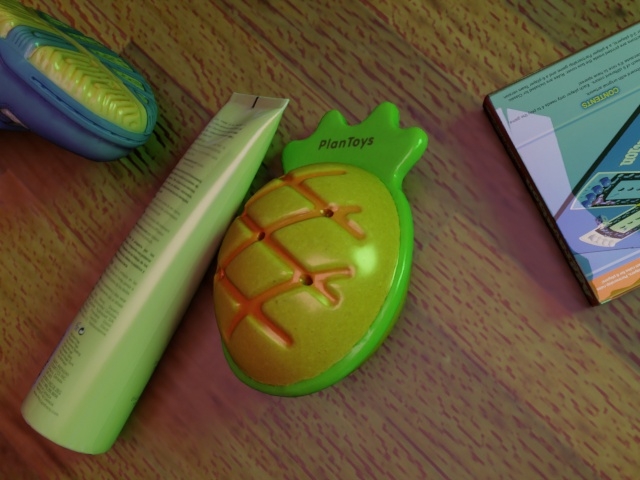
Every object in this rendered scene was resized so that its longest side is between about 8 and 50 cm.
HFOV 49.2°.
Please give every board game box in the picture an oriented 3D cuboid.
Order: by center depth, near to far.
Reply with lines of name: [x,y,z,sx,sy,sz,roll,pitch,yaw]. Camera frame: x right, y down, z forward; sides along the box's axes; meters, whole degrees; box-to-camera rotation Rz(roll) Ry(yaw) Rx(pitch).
board game box: [0.258,-0.085,0.418,0.281,0.027,0.145,-26,78,3]

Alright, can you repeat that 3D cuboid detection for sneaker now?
sneaker: [-0.240,-0.108,0.464,0.296,0.112,0.131,31,98,18]

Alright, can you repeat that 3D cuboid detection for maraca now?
maraca: [0.000,0.000,0.407,0.127,0.099,0.185,2,65,36]

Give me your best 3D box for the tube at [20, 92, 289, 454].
tube: [-0.096,0.013,0.432,0.070,0.062,0.240,28,87,19]
